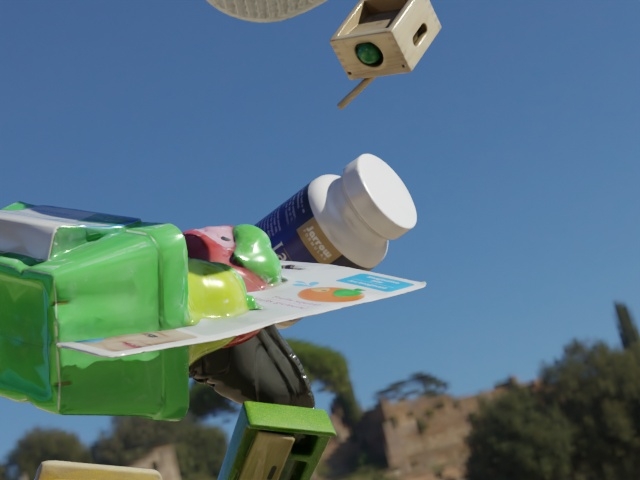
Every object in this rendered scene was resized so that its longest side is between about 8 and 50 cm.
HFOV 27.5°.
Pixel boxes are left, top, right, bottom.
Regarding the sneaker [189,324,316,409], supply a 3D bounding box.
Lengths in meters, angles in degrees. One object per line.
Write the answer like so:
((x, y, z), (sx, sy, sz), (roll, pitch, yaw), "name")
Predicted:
((-0.098, 0.127, 1.459), (0.130, 0.286, 0.109), (-30, 30, -14), "sneaker")

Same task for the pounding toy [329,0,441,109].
((0.085, -0.273, 1.869), (0.130, 0.141, 0.100), (-2, -49, 39), "pounding toy")

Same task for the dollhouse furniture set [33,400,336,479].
((-0.130, 0.272, 1.295), (0.301, 0.197, 0.151), (9, -59, -23), "dollhouse furniture set")

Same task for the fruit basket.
((-0.143, 0.032, 1.110), (0.327, 0.165, 0.353), (9, 19, 43), "fruit basket")

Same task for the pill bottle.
((0.000, 0.000, 1.866), (0.264, 0.153, 0.153), (-37, -26, 26), "pill bottle")

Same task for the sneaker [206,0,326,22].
((0.036, -0.303, 1.101), (0.366, 0.150, 0.135), (-7, -29, 41), "sneaker")
